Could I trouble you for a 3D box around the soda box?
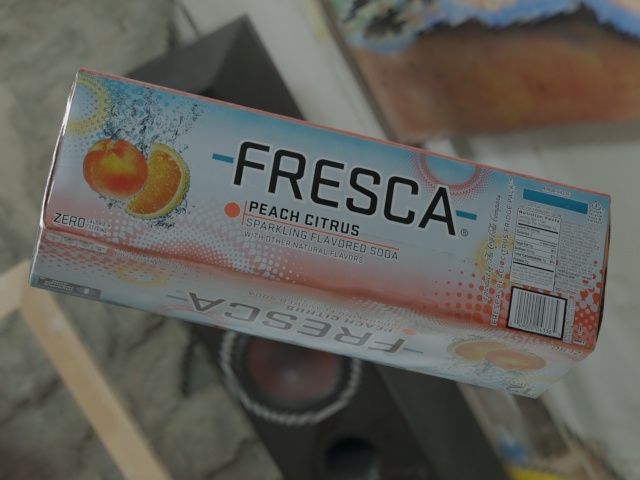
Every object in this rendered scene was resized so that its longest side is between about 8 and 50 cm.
[{"bbox_3d":[0.000,0.000,0.616,0.063,0.183,0.058,124,158,-66],"label":"soda box"}]
